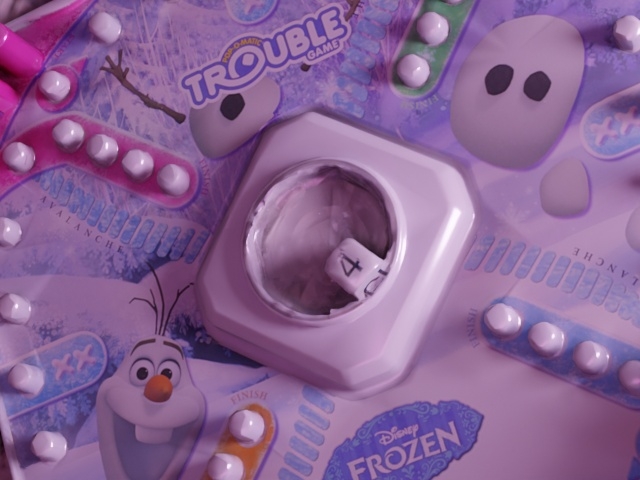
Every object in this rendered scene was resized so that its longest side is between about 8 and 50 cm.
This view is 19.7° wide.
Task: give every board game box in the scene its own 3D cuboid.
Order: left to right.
[{"bbox_3d":[0.000,0.000,0.875,0.390,0.050,0.390,-24,68,15],"label":"board game box"}]

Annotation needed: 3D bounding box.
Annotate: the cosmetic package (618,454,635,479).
[{"bbox_3d":[0.294,0.139,0.886,0.309,0.113,0.160,30,73,1],"label":"cosmetic package"}]
